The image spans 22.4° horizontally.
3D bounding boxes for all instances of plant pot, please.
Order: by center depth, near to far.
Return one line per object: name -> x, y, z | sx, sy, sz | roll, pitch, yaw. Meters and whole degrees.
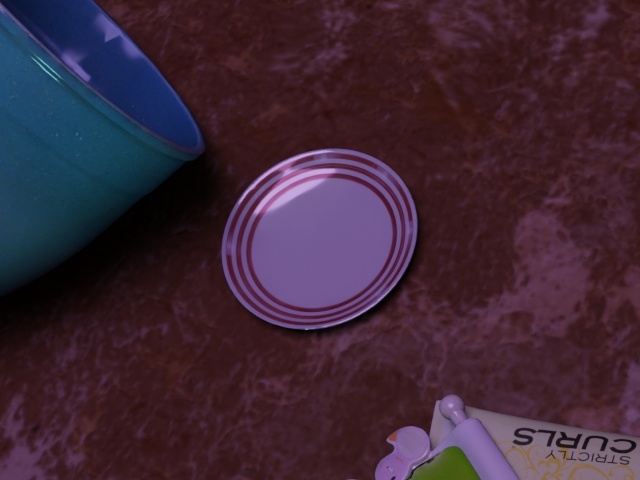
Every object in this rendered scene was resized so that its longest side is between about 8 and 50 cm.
plant pot -> -0.263, -0.068, 1.123 | 0.255, 0.272, 0.271 | -45, 57, 9

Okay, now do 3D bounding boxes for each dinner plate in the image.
dinner plate -> 0.000, 0.000, 1.126 | 0.141, 0.017, 0.141 | -8, 60, 15

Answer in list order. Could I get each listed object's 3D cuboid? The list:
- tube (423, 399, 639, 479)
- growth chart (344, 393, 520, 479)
tube -> 0.170, 0.149, 0.965 | 0.240, 0.062, 0.070 | 3, 24, 27
growth chart -> 0.037, 0.217, 0.969 | 0.237, 0.021, 0.172 | -45, 50, 2
